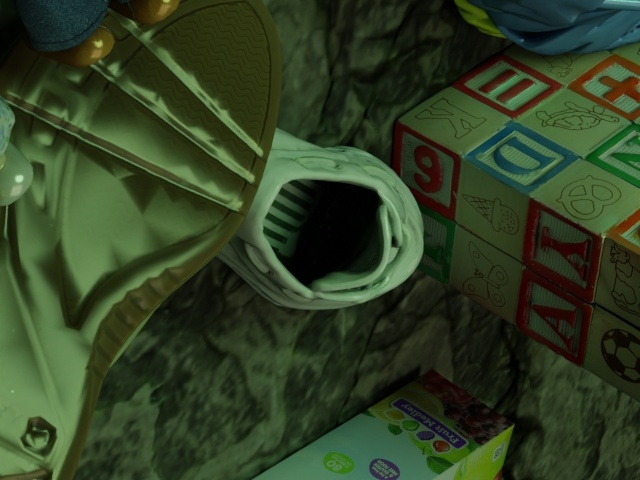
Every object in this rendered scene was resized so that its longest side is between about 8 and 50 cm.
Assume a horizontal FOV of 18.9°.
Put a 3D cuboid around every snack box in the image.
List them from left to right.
[{"bbox_3d":[0.006,0.191,1.054,0.207,0.070,0.174,-27,138,-40],"label":"snack box"}]

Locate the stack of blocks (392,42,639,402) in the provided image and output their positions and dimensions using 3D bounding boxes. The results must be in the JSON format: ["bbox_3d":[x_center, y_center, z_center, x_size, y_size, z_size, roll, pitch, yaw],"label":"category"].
[{"bbox_3d":[0.196,-0.057,1.013,0.297,0.171,0.087,-35,143,-36],"label":"stack of blocks"}]

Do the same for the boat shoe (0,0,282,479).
[{"bbox_3d":[-0.106,0.010,0.676,0.089,0.104,0.285,-26,-151,54],"label":"boat shoe"}]

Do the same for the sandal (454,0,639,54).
[{"bbox_3d":[0.120,-0.136,0.864,0.317,0.138,0.126,1,114,-59],"label":"sandal"}]

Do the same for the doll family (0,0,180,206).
[{"bbox_3d":[-0.108,-0.099,0.568,0.263,0.118,0.163,-49,148,-16],"label":"doll family"}]

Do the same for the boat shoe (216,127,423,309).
[{"bbox_3d":[0.000,0.000,0.865,0.226,0.076,0.083,16,104,-59],"label":"boat shoe"}]
